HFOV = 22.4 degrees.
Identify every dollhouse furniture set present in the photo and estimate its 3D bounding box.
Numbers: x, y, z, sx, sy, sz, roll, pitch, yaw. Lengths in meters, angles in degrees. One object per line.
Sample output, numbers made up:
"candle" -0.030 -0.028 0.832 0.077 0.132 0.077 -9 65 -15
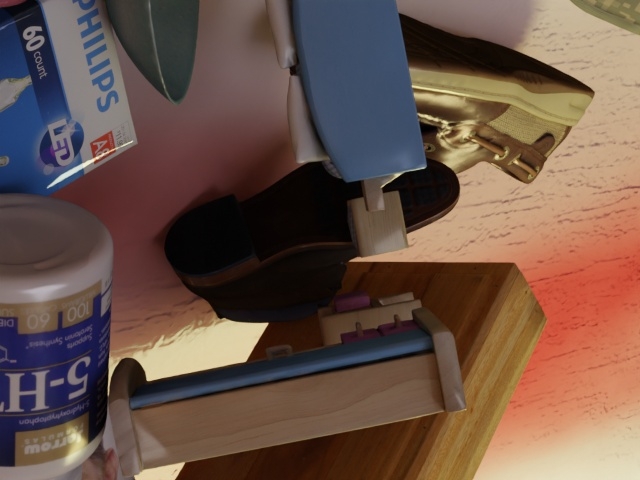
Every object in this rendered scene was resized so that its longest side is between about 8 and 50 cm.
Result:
"dollhouse furniture set" -0.045 -0.040 1.010 0.198 0.286 0.303 -10 93 -2

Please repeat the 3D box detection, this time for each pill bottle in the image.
"pill bottle" -0.179 0.077 0.944 0.112 0.112 0.186 -19 127 -38

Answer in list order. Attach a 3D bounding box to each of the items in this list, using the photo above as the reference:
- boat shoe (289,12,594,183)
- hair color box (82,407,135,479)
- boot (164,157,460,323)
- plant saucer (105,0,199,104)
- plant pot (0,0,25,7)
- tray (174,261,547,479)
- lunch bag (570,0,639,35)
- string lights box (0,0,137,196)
"boat shoe" 0.086 -0.094 1.239 0.342 0.123 0.123 2 117 -55
"hair color box" -0.222 0.210 1.159 0.174 0.105 0.347 -36 140 -23
"boot" 0.000 0.000 1.214 0.219 0.082 0.106 -13 150 3
"plant saucer" -0.102 -0.177 0.956 0.037 0.195 0.195 1 132 4
"plant pot" -0.162 -0.225 0.807 0.201 0.201 0.180 -1 135 -47
"tray" -0.009 0.184 1.161 0.076 0.203 0.411 56 49 -35
"lunch bag" 0.226 -0.277 1.044 0.169 0.287 0.235 -29 161 -30
"string lights box" -0.241 -0.060 0.937 0.260 0.077 0.133 -34 138 -25
